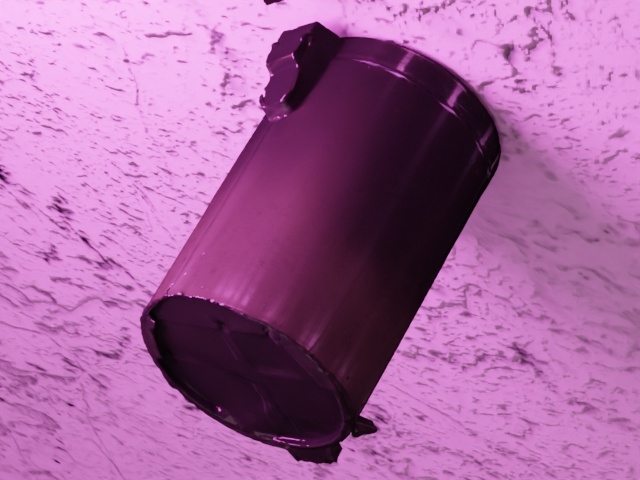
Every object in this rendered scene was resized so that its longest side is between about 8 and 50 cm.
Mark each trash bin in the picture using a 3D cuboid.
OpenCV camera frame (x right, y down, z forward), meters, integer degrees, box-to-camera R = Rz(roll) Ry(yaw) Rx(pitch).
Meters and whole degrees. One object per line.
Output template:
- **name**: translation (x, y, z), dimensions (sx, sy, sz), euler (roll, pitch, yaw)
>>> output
- **trash bin**: translation (0.000, 0.000, 1.470), dimensions (0.203, 0.301, 0.252), euler (-9, 133, 49)

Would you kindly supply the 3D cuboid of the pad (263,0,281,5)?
- **pad**: translation (-0.034, -0.268, 1.360), dimensions (0.127, 0.004, 0.190), euler (-11, 133, 28)
